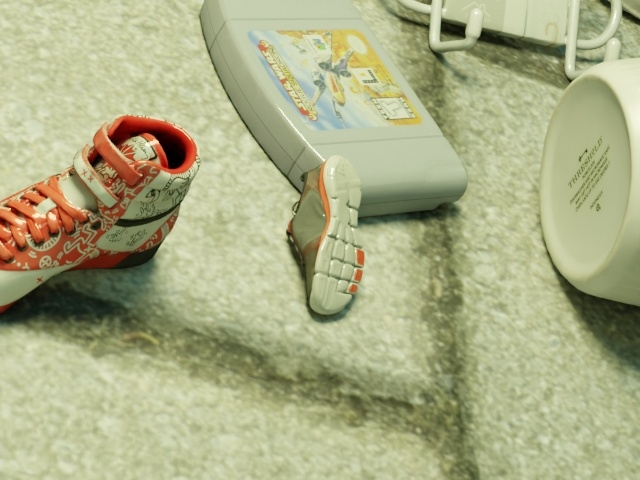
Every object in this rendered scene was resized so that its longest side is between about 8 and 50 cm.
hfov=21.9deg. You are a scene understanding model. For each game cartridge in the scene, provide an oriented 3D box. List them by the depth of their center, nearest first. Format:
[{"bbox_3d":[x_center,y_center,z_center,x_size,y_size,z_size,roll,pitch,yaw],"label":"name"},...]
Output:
[{"bbox_3d":[0.004,-0.149,1.687,0.198,0.062,0.297,-4,52,-43],"label":"game cartridge"}]

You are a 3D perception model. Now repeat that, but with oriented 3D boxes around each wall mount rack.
[{"bbox_3d":[0.249,-0.351,1.909,0.350,0.130,0.304,7,86,-29],"label":"wall mount rack"}]

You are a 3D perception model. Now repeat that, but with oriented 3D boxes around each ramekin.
[{"bbox_3d":[0.320,-0.059,1.657,0.127,0.273,0.273,2,47,-17],"label":"ramekin"}]

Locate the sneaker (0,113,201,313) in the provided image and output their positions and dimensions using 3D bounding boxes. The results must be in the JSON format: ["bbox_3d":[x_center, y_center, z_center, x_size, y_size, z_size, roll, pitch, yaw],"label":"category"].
[{"bbox_3d":[-0.215,-0.028,1.329,0.270,0.145,0.090,-17,60,-44],"label":"sneaker"}]

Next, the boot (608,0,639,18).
[{"bbox_3d":[0.478,-0.291,2.130,0.258,0.095,0.123,14,36,-24],"label":"boot"}]

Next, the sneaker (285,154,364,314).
[{"bbox_3d":[0.000,0.000,1.533,0.061,0.065,0.158,34,52,-41],"label":"sneaker"}]
